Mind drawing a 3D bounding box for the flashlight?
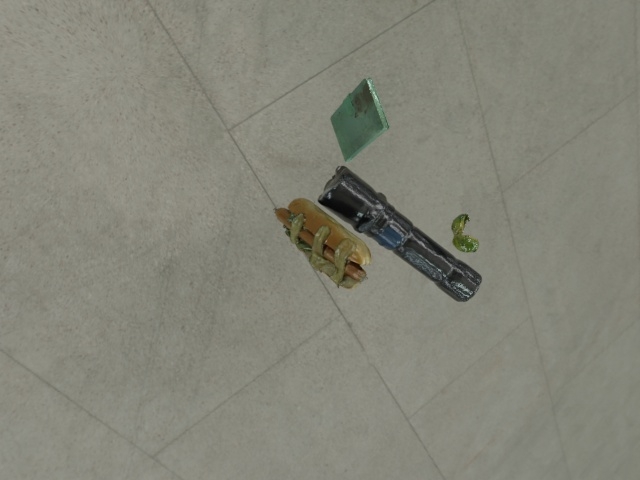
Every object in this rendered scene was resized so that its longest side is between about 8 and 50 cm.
[{"bbox_3d":[0.184,-0.004,0.879,0.424,0.103,0.103,34,93,-14],"label":"flashlight"}]

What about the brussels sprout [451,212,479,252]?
[{"bbox_3d":[0.301,-0.013,0.856,0.051,0.083,0.046,-16,160,7],"label":"brussels sprout"}]

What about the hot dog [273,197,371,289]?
[{"bbox_3d":[0.000,0.000,0.813,0.072,0.269,0.109,-19,135,-40],"label":"hot dog"}]

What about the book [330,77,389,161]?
[{"bbox_3d":[0.065,-0.217,0.733,0.017,0.135,0.103,-15,82,-29],"label":"book"}]
